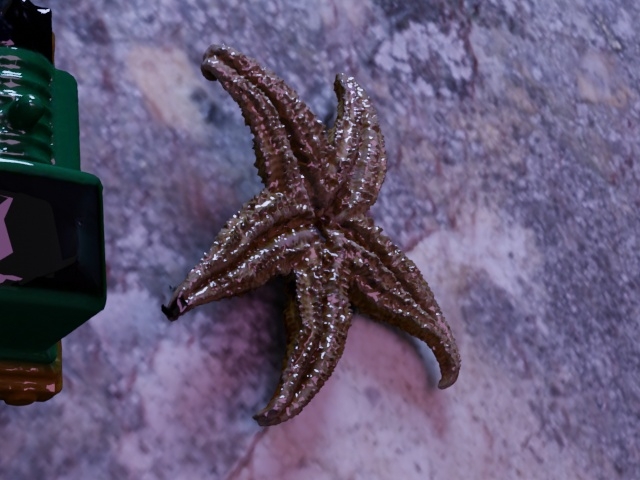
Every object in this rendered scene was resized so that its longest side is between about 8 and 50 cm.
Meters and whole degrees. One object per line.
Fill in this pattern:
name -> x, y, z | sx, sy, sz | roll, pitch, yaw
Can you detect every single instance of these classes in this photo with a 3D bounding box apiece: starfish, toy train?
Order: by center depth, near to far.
toy train -> -0.149, -0.024, 0.580 | 0.091, 0.136, 0.227 | 10, 68, -35
starfish -> -0.001, 0.001, 0.745 | 0.240, 0.043, 0.227 | 47, 52, -16
